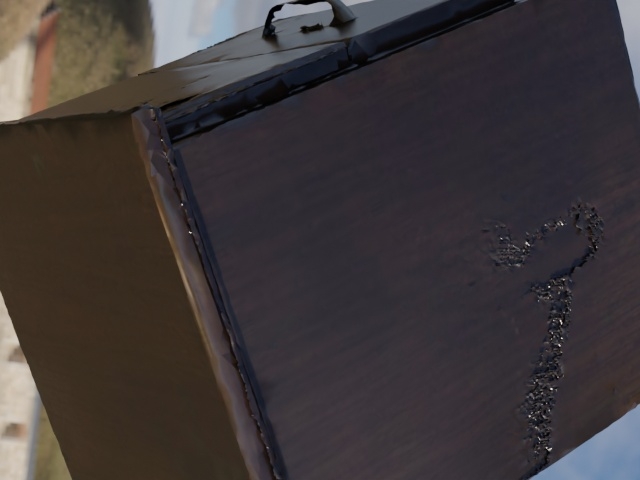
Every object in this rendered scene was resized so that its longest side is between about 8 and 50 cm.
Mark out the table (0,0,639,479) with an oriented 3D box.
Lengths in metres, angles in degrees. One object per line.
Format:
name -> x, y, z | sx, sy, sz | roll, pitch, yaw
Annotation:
table -> 0.000, 0.000, 0.450 | 0.169, 0.193, 0.173 | 5, -64, 56
